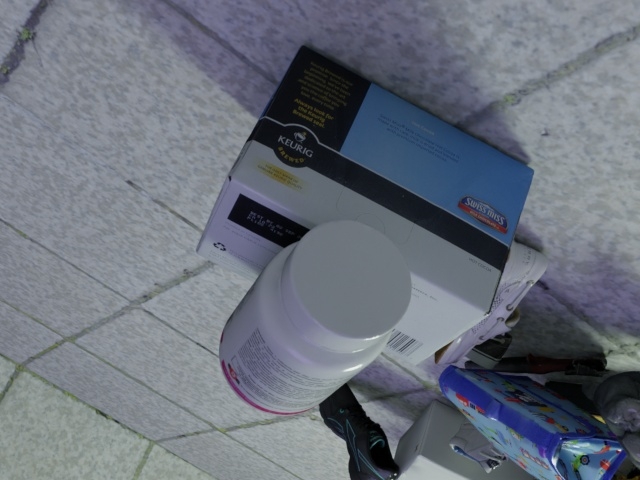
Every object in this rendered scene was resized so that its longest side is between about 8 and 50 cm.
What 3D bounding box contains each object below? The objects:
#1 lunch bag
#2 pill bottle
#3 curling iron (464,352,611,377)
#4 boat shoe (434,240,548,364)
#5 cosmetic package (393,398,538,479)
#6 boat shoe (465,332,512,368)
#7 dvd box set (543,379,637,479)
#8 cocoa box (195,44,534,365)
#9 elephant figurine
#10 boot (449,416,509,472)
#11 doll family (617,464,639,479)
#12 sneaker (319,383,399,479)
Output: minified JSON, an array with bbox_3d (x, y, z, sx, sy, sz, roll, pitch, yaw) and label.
[{"bbox_3d":[0.322,0.294,1.508,0.221,0.138,0.293,32,-179,40],"label":"lunch bag"},{"bbox_3d":[-0.011,0.094,1.105,0.160,0.160,0.283,28,151,-6],"label":"pill bottle"},{"bbox_3d":[0.359,0.208,1.617,0.068,0.035,0.274,13,168,-43],"label":"curling iron"},{"bbox_3d":[0.253,0.108,1.438,0.096,0.098,0.277,16,138,-9],"label":"boat shoe"},{"bbox_3d":[0.341,0.505,1.982,0.365,0.155,0.197,28,138,-3],"label":"cosmetic package"},{"bbox_3d":[0.212,0.131,1.580,0.219,0.078,0.070,27,111,-9],"label":"boat shoe"},{"bbox_3d":[0.604,0.393,1.721,0.307,0.062,0.420,1,144,38],"label":"dvd box set"},{"bbox_3d":[0.054,-0.038,1.241,0.347,0.228,0.231,27,151,-6],"label":"cocoa box"},{"bbox_3d":[0.542,0.230,1.418,0.186,0.239,0.169,58,-175,14],"label":"elephant figurine"},{"bbox_3d":[0.350,0.383,1.766,0.095,0.123,0.258,48,162,-25],"label":"boot"},{"bbox_3d":[0.587,0.448,1.686,0.193,0.076,0.111,29,148,-14],"label":"doll family"},{"bbox_3d":[0.087,0.394,1.999,0.106,0.101,0.267,-48,62,45],"label":"sneaker"}]
